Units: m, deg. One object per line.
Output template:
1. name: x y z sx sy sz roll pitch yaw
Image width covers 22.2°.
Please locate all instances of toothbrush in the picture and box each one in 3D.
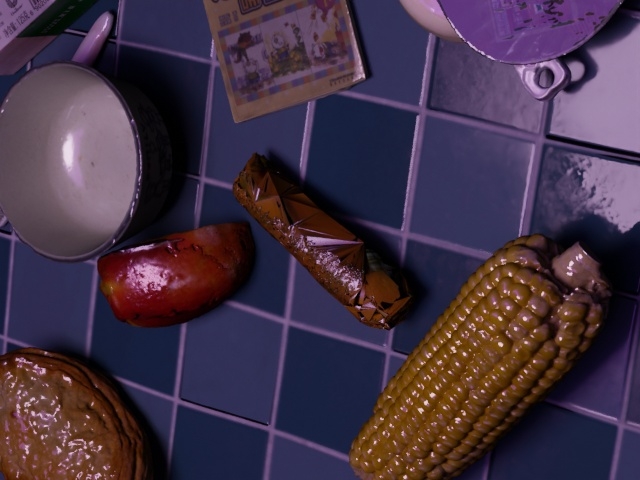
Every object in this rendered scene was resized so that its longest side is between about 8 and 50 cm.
1. toothbrush: -0.305 -0.130 1.819 0.025 0.030 0.307 47 119 25

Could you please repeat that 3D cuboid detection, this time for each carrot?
1. carrot: -0.001 0.001 1.636 0.229 0.069 0.069 42 117 20

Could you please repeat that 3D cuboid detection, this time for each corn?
1. corn: 0.146 0.123 1.530 0.130 0.130 0.347 49 122 15

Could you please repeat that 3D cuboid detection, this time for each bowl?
1. bowl: -0.238 -0.086 1.733 0.211 0.112 0.211 4 98 34

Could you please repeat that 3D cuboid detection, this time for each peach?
1. peach: -0.150 0.041 1.719 0.172 0.127 0.092 -11 84 7

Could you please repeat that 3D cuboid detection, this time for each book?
1. book: -0.044 -0.230 1.651 0.168 0.013 0.192 -15 90 33

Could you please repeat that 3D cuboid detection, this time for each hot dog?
1. hot dog: -0.280 0.241 1.824 0.259 0.114 0.175 47 114 14

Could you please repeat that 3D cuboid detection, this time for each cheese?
1. cheese: 0.151 -0.224 1.501 0.137 0.064 0.227 -44 74 33

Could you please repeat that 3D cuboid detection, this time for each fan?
1. fan: 0.221 -0.254 1.430 0.294 0.012 0.223 18 97 16

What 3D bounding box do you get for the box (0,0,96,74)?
1. box: -0.330 -0.284 1.778 0.199 0.081 0.135 -33 80 30
